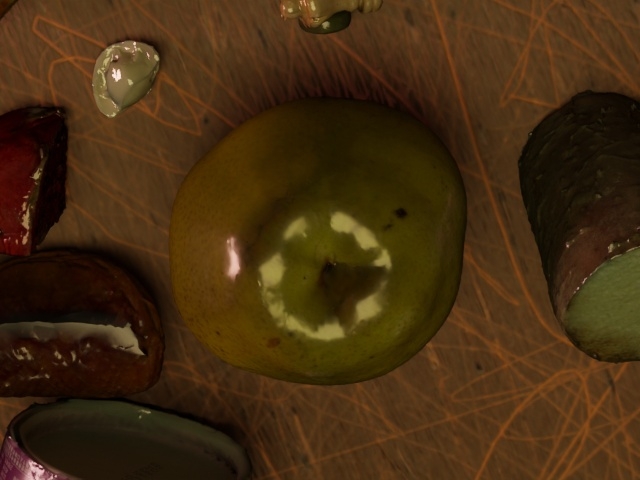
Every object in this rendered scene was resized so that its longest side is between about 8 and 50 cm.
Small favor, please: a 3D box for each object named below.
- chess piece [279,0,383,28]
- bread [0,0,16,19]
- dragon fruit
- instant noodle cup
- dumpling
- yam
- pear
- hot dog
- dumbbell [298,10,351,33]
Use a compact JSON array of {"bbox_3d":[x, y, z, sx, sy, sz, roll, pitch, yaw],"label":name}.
[{"bbox_3d":[0.044,-0.232,1.728,0.172,0.060,0.060,-16,113,-12],"label":"chess piece"},{"bbox_3d":[-0.345,-0.280,1.758,0.172,0.103,0.132,44,104,-9],"label":"bread"},{"bbox_3d":[-0.328,-0.059,1.846,0.161,0.120,0.127,0,108,11],"label":"dragon fruit"},{"bbox_3d":[-0.213,0.322,1.911,0.340,0.340,0.266,13,103,1],"label":"instant noodle cup"},{"bbox_3d":[-0.191,-0.162,1.829,0.059,0.043,0.077,40,129,7],"label":"dumpling"},{"bbox_3d":[0.273,-0.007,1.715,0.168,0.304,0.168,-1,119,-2],"label":"yam"},{"bbox_3d":[0.000,0.000,1.752,0.294,0.294,0.294,2,114,5],"label":"pear"},{"bbox_3d":[-0.263,0.095,1.914,0.227,0.099,0.160,5,116,10],"label":"hot dog"},{"bbox_3d":[-0.001,-0.252,1.762,0.052,0.046,0.118,11,119,34],"label":"dumbbell"}]
